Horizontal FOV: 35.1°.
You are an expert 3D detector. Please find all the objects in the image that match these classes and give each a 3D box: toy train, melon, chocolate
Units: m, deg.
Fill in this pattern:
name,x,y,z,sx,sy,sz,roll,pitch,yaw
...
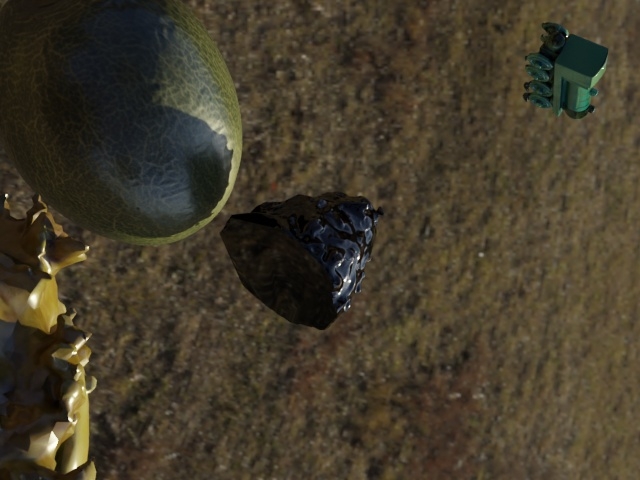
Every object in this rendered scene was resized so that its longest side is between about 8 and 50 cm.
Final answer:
name,x,y,z,sx,sy,sz,roll,pitch,yaw
toy train,0.143,-0.096,0.589,0.029,0.045,0.092,-60,163,-6
melon,-0.203,-0.129,1.028,0.237,0.238,0.301,-55,142,-26
chocolate,0.000,0.000,1.054,0.133,0.156,0.156,-44,127,-34

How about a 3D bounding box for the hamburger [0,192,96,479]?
name,x,y,z,sx,sy,sz,roll,pitch,yaw
hamburger,-0.268,0.114,0.640,0.268,0.287,0.445,54,26,-58
